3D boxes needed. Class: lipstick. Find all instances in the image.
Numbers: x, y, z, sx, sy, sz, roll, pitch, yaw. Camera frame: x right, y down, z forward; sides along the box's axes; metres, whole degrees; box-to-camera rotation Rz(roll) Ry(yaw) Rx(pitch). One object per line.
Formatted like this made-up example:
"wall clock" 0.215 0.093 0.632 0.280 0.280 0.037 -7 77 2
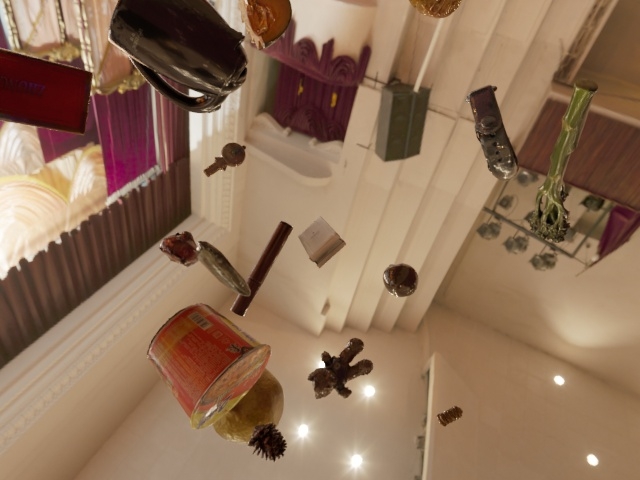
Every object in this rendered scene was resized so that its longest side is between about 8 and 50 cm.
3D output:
"lipstick" -0.202 0.096 1.497 0.057 0.357 0.057 28 178 1

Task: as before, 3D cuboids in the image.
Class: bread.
"bread" 0.307 -0.718 1.149 0.239 0.139 0.240 8 -104 -35
"bread" 0.423 0.570 1.406 0.087 0.034 0.049 -28 -164 3

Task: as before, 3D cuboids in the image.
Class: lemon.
"lemon" -0.242 0.539 1.428 0.266 0.268 0.268 8 -139 -7

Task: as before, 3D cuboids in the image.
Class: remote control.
"remote control" 0.000 0.000 1.296 0.055 0.103 0.277 47 -178 -16

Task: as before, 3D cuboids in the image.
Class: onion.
"onion" -0.608 0.029 1.885 0.183 0.184 0.147 21 -94 2

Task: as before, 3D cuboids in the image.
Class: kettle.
"kettle" -0.319 -0.441 1.014 0.290 0.268 0.208 33 -137 -22

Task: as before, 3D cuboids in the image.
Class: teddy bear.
"teddy bear" 0.071 0.484 1.585 0.251 0.129 0.182 -25 -109 -22

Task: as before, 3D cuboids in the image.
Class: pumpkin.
"pumpkin" -0.178 -0.748 1.440 0.149 0.130 0.254 -24 -98 -10

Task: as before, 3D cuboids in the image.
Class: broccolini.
"broccolini" 0.446 -0.127 0.779 0.078 0.392 0.074 11 -121 21

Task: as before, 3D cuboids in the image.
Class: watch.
"watch" 0.361 -0.233 0.908 0.068 0.193 0.207 -17 -122 24

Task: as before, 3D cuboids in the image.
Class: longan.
"longan" 0.378 0.185 2.036 0.189 0.189 0.189 8 -139 -7

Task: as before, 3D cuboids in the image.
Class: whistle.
"whistle" -0.411 -0.350 1.867 0.220 0.057 0.107 -39 -81 -17

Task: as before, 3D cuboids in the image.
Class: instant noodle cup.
"instant noodle cup" -0.233 0.241 0.881 0.174 0.213 0.213 38 -134 20

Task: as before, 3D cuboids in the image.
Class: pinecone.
"pinecone" -0.147 0.572 1.228 0.109 0.102 0.102 21 -139 7

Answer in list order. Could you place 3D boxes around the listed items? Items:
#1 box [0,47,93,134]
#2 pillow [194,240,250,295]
"box" -0.455 -0.221 0.613 0.197 0.089 0.313 5 -167 -36
"pillow" -0.271 0.074 1.155 0.093 0.241 0.051 9 -122 33
